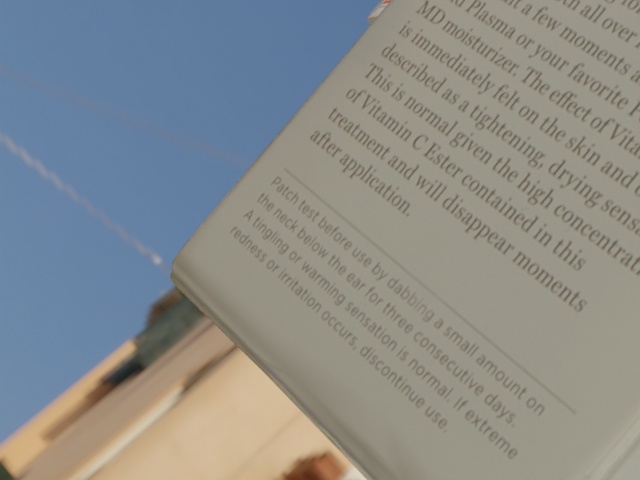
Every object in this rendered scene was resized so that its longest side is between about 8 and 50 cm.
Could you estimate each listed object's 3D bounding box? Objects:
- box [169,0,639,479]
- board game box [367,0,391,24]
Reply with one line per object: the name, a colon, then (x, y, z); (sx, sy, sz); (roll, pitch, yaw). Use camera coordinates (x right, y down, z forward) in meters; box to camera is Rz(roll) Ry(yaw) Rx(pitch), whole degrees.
box: (0.162, -0.038, 0.529); (0.168, 0.345, 0.215); (41, 1, 44)
board game box: (0.199, -0.169, 1.650); (0.193, 0.053, 0.305); (49, -23, -24)
